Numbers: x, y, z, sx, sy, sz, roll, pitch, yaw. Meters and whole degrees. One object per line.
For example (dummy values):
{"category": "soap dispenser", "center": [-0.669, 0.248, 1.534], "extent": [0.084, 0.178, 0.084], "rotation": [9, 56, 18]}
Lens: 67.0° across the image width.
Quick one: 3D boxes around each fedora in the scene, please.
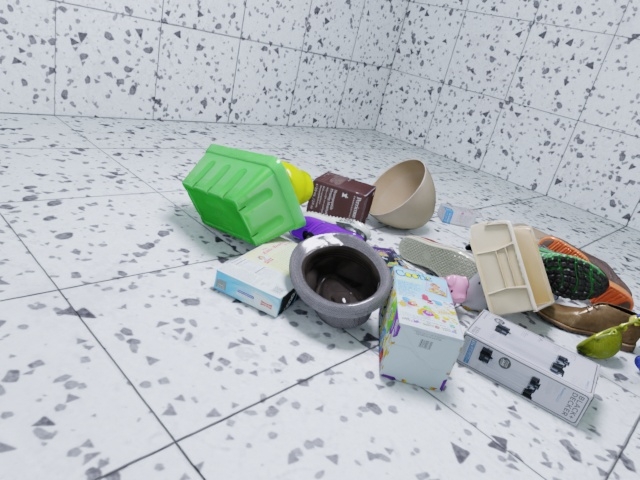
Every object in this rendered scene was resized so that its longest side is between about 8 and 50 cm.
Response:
{"category": "fedora", "center": [0.047, 0.114, 1.203], "extent": [0.243, 0.124, 0.275], "rotation": [-17, 43, -21]}

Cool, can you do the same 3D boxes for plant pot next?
{"category": "plant pot", "center": [0.343, -0.152, 1.911], "extent": [0.191, 0.284, 0.284], "rotation": [44, 8, -29]}

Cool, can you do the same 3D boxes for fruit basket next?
{"category": "fruit basket", "center": [-0.178, -0.172, 1.503], "extent": [0.391, 0.283, 0.392], "rotation": [-13, 36, 10]}

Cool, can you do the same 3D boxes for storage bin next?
{"category": "storage bin", "center": [0.548, 0.074, 1.380], "extent": [0.123, 0.261, 0.262], "rotation": [-19, -12, 33]}

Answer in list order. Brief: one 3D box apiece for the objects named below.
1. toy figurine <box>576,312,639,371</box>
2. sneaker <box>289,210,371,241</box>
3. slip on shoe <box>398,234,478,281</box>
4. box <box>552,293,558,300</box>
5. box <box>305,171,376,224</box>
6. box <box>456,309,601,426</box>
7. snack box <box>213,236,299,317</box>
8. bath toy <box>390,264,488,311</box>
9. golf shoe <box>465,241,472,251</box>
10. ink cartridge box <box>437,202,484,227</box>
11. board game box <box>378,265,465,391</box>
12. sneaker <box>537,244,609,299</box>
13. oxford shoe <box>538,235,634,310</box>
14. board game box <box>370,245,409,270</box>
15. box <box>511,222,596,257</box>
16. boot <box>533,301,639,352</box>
{"category": "toy figurine", "center": [0.893, 0.284, 1.241], "extent": [0.191, 0.362, 0.217], "rotation": [61, 4, -71]}
{"category": "sneaker", "center": [0.000, -0.001, 1.511], "extent": [0.293, 0.102, 0.146], "rotation": [7, 54, 34]}
{"category": "slip on shoe", "center": [0.412, 0.067, 1.583], "extent": [0.101, 0.123, 0.331], "rotation": [-5, 24, -45]}
{"category": "box", "center": [0.722, 0.149, 1.618], "extent": [0.137, 0.072, 0.126], "rotation": [-6, 30, -41]}
{"category": "box", "center": [0.074, -0.137, 1.783], "extent": [0.203, 0.169, 0.167], "rotation": [19, 22, 14]}
{"category": "box", "center": [0.485, 0.287, 1.138], "extent": [0.289, 0.087, 0.169], "rotation": [25, 25, 26]}
{"category": "snack box", "center": [-0.115, 0.084, 1.301], "extent": [0.187, 0.060, 0.322], "rotation": [22, 24, 18]}
{"category": "bath toy", "center": [0.350, 0.134, 1.368], "extent": [0.348, 0.129, 0.151], "rotation": [6, 24, -21]}
{"category": "golf shoe", "center": [0.624, 0.057, 1.805], "extent": [0.085, 0.068, 0.186], "rotation": [-25, 37, -16]}
{"category": "ink cartridge box", "center": [0.631, -0.110, 2.181], "extent": [0.181, 0.062, 0.104], "rotation": [11, 23, -5]}
{"category": "board game box", "center": [0.222, 0.195, 1.130], "extent": [0.144, 0.142, 0.275], "rotation": [16, 23, 0]}
{"category": "sneaker", "center": [0.722, 0.073, 1.517], "extent": [0.343, 0.134, 0.146], "rotation": [24, 29, 34]}
{"category": "oxford shoe", "center": [0.896, 0.102, 1.651], "extent": [0.363, 0.130, 0.133], "rotation": [41, 42, 1]}
{"category": "board game box", "center": [0.174, 0.067, 1.524], "extent": [0.170, 0.048, 0.141], "rotation": [6, 25, -18]}
{"category": "box", "center": [0.859, 0.052, 1.859], "extent": [0.148, 0.121, 0.311], "rotation": [-7, 30, -41]}
{"category": "boot", "center": [0.792, 0.219, 1.443], "extent": [0.305, 0.115, 0.112], "rotation": [18, 26, 15]}
